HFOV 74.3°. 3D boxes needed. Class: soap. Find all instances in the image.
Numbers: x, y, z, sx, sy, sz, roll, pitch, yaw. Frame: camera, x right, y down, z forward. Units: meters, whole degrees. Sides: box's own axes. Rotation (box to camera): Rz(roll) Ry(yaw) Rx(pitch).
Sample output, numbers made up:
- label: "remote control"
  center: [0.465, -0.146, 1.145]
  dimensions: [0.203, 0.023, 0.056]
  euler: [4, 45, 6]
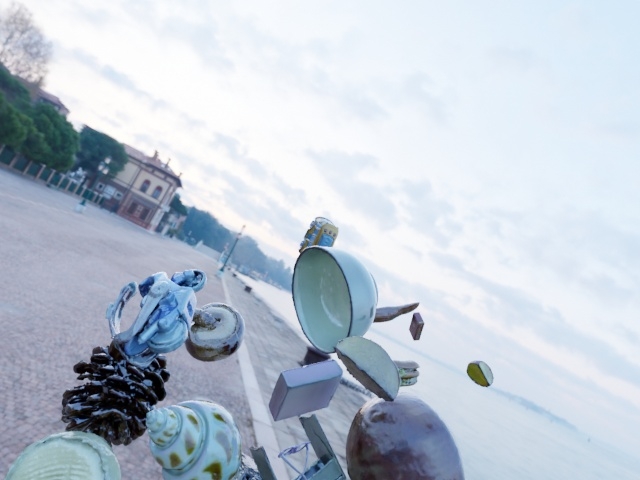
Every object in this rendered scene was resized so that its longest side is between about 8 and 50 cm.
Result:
- label: "soap"
  center: [-0.068, 0.696, 1.958]
  dimensions: [0.296, 0.285, 0.107]
  euler: [-2, 41, -31]

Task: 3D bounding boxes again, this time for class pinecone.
- label: "pinecone"
  center: [-0.610, 0.455, 1.237]
  dimensions: [0.298, 0.296, 0.242]
  euler: [-13, -42, 9]

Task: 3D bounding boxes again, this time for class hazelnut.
- label: "hazelnut"
  center: [0.279, 0.735, 1.444]
  dimensions: [0.421, 0.421, 0.353]
  euler: [29, -38, -21]

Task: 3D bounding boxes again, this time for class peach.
- label: "peach"
  center: [0.515, 0.422, 1.349]
  dimensions: [0.050, 0.077, 0.083]
  euler: [-15, 32, -40]

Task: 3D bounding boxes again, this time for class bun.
- label: "bun"
  center: [-0.617, 0.594, 1.032]
  dimensions: [0.259, 0.259, 0.152]
  euler: [25, -24, 6]

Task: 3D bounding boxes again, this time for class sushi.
- label: "sushi"
  center: [-0.300, 0.956, 1.701]
  dimensions: [0.127, 0.124, 0.225]
  euler: [36, -14, -16]

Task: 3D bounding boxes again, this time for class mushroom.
- label: "mushroom"
  center: [-0.475, 0.400, 1.863]
  dimensions: [0.278, 0.163, 0.297]
  euler: [31, 34, -4]

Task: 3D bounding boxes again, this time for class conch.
- label: "conch"
  center: [-0.352, 0.574, 1.175]
  dimensions: [0.368, 0.249, 0.197]
  euler: [36, -35, -23]

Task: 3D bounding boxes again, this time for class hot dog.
- label: "hot dog"
  center: [0.351, 0.641, 2.023]
  dimensions: [0.337, 0.135, 0.100]
  euler: [12, 4, -33]

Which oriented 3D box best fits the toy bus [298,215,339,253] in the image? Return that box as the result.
- label: "toy bus"
  center: [0.000, 0.000, 1.943]
  dimensions: [0.126, 0.209, 0.136]
  euler: [26, 1, -23]

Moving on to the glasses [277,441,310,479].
- label: "glasses"
  center: [-0.060, 0.670, 1.264]
  dimensions: [0.140, 0.062, 0.104]
  euler: [25, 24, -53]

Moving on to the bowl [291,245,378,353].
- label: "bowl"
  center: [0.067, 0.182, 1.403]
  dimensions: [0.185, 0.354, 0.354]
  euler: [-6, 12, -34]

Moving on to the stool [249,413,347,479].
- label: "stool"
  center: [-0.085, 0.835, 1.575]
  dimensions: [0.270, 0.243, 0.170]
  euler: [61, -33, 13]

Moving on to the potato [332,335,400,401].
- label: "potato"
  center: [0.120, 0.267, 0.902]
  dimensions: [0.172, 0.089, 0.100]
  euler: [32, -28, 37]

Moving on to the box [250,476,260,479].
- label: "box"
  center: [-0.120, 0.719, 1.037]
  dimensions: [0.240, 0.071, 0.159]
  euler: [27, 15, 17]

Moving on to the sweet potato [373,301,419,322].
- label: "sweet potato"
  center: [0.248, 0.276, 1.601]
  dimensions: [0.255, 0.058, 0.078]
  euler: [-12, -27, -3]

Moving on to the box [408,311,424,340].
- label: "box"
  center: [0.314, 0.281, 1.382]
  dimensions: [0.023, 0.082, 0.051]
  euler: [-2, 36, -11]

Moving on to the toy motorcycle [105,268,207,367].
- label: "toy motorcycle"
  center: [-0.472, 0.183, 1.200]
  dimensions: [0.241, 0.182, 0.319]
  euler: [19, 35, -12]
